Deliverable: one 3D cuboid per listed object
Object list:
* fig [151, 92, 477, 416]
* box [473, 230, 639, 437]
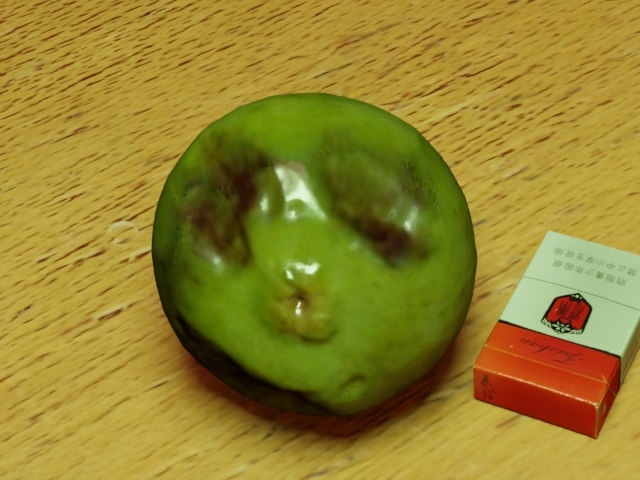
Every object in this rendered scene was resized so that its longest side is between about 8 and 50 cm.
[{"bbox_3d":[0.000,0.000,1.284,0.239,0.239,0.271,2,22,10],"label":"fig"},{"bbox_3d":[0.190,0.068,1.307,0.100,0.048,0.152,15,53,24],"label":"box"}]
